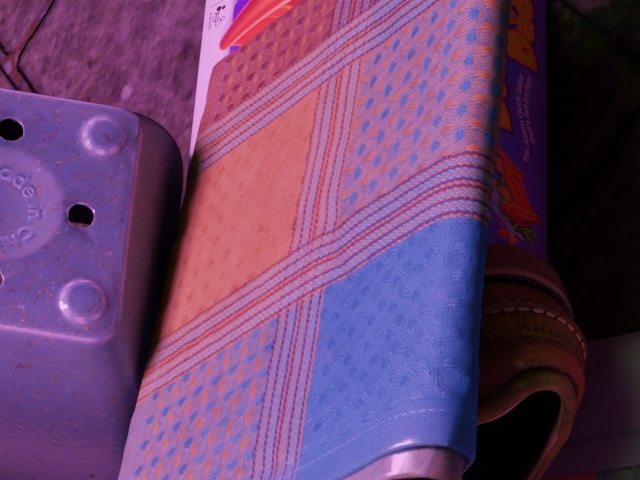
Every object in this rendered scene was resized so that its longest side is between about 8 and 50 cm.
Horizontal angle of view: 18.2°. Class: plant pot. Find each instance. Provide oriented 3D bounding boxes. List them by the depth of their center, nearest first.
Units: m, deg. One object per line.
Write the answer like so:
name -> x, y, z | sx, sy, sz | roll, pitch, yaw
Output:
plant pot -> -0.200, 0.028, 1.192 | 0.252, 0.248, 0.247 | 119, 158, -61

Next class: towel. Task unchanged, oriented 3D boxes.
towel -> 0.000, 0.000, 1.039 | 0.271, 0.040, 0.370 | -30, 40, 44

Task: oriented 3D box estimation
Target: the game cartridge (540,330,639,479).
game cartridge -> 0.170, 0.175, 0.928 | 0.196, 0.060, 0.294 | -15, 59, 42

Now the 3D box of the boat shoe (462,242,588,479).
boat shoe -> 0.027, 0.142, 1.009 | 0.307, 0.110, 0.104 | -60, 24, 30

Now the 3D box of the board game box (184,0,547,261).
board game box -> 0.025, -0.082, 1.206 | 0.233, 0.078, 0.347 | -27, 46, 38
